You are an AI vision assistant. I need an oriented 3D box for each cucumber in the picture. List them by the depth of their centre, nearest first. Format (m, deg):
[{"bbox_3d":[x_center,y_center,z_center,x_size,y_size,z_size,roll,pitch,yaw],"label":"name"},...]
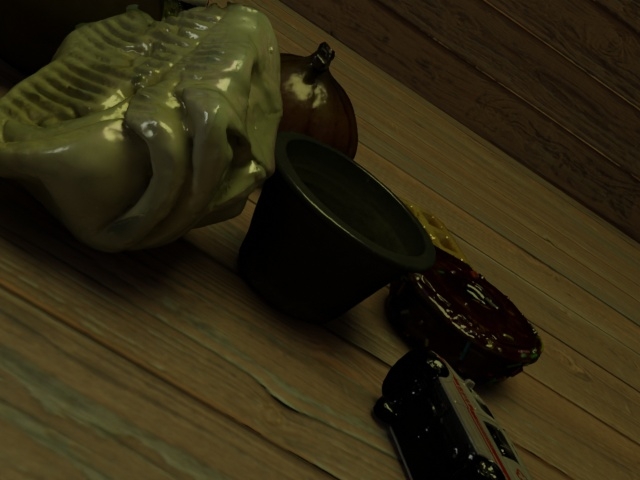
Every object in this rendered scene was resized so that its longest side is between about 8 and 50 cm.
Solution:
[{"bbox_3d":[-0.263,-0.481,1.535,0.072,0.072,0.300,39,20,11],"label":"cucumber"}]

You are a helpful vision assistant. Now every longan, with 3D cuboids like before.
[{"bbox_3d":[-0.322,-0.322,0.880,0.258,0.258,0.258,30,22,-13],"label":"longan"}]

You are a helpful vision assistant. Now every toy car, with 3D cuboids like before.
[{"bbox_3d":[0.135,0.201,0.669,0.108,0.089,0.210,22,27,-32],"label":"toy car"}]

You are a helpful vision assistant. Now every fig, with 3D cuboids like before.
[{"bbox_3d":[-0.044,-0.196,1.097,0.235,0.214,0.235,29,-3,2],"label":"fig"}]

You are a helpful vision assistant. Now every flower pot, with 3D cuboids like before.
[{"bbox_3d":[0.000,0.000,0.807,0.235,0.148,0.235,33,21,-15],"label":"flower pot"}]

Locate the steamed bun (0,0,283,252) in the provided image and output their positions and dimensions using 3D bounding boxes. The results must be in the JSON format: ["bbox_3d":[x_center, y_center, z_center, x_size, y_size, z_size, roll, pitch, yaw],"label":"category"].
[{"bbox_3d":[-0.163,-0.090,0.692,0.280,0.267,0.207,-80,158,-46],"label":"steamed bun"}]

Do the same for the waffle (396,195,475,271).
[{"bbox_3d":[0.136,-0.010,1.153,0.247,0.055,0.221,22,25,-29],"label":"waffle"}]

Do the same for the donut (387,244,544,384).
[{"bbox_3d":[0.191,0.104,0.952,0.235,0.089,0.235,29,22,-13],"label":"donut"}]

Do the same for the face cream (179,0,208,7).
[{"bbox_3d":[-0.366,-0.546,1.508,0.243,0.058,0.092,-3,39,-30],"label":"face cream"}]
